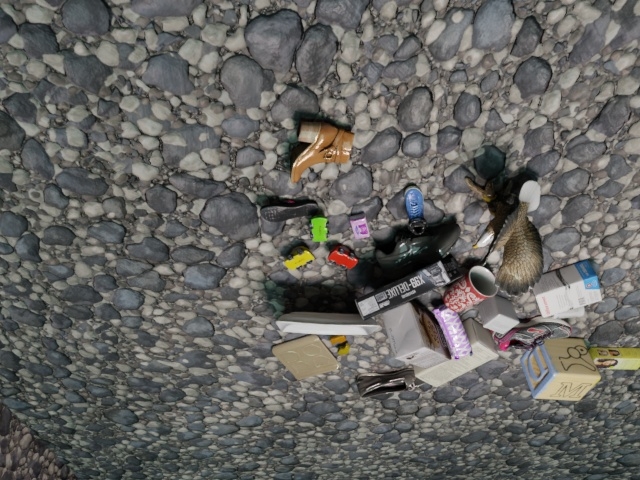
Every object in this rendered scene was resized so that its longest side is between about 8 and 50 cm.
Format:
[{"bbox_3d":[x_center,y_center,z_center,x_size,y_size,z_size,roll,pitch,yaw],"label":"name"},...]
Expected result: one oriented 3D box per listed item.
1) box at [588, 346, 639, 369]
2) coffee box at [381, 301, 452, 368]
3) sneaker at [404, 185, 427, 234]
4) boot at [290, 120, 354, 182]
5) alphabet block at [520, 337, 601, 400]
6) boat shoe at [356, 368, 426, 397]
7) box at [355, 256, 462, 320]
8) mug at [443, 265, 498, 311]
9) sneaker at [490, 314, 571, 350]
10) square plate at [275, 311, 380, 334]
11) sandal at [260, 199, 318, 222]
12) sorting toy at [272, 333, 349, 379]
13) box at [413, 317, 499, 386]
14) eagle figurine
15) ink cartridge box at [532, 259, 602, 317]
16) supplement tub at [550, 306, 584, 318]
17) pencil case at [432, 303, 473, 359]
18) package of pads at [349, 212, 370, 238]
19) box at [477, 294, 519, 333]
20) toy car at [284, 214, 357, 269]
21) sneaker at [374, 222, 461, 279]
[{"bbox_3d":[1.247,0.499,2.003,0.232,0.058,0.087,0,133,-3],"label":"box"},{"bbox_3d":[0.351,0.348,1.702,0.118,0.168,0.297,-27,149,22],"label":"coffee box"},{"bbox_3d":[0.285,-0.084,1.410,0.058,0.085,0.152,-8,133,6],"label":"sneaker"},{"bbox_3d":[0.000,-0.225,1.283,0.152,0.073,0.197,8,135,-14],"label":"boot"},{"bbox_3d":[0.966,0.519,1.926,0.196,0.193,0.194,5,135,-5],"label":"alphabet block"},{"bbox_3d":[0.326,0.634,2.076,0.334,0.096,0.112,-6,133,4],"label":"boat shoe"},{"bbox_3d":[0.293,0.154,1.549,0.307,0.077,0.242,-28,169,22],"label":"box"},{"bbox_3d":[0.524,0.176,1.633,0.150,0.113,0.169,5,149,-23],"label":"mug"},{"bbox_3d":[0.817,0.369,1.832,0.298,0.112,0.121,-6,133,3],"label":"sneaker"},{"bbox_3d":[0.021,0.300,1.696,0.343,0.049,0.347,2,164,-1],"label":"square plate"},{"bbox_3d":[-0.095,-0.095,1.427,0.179,0.040,0.067,-8,140,-14],"label":"sandal"},{"bbox_3d":[-0.017,0.464,1.952,0.307,0.041,0.229,-20,126,16],"label":"sorting toy"},{"bbox_3d":[0.530,0.452,1.894,0.148,0.121,0.311,34,124,-28],"label":"box"},{"bbox_3d":[0.521,-0.022,1.329,0.226,0.299,0.225,4,132,-5],"label":"eagle figurine"},{"bbox_3d":[0.859,0.173,1.666,0.203,0.086,0.148,-21,131,18],"label":"ink cartridge box"},{"bbox_3d":[0.906,0.252,1.753,0.107,0.071,0.071,-4,133,2],"label":"supplement tub"},{"bbox_3d":[0.481,0.331,1.740,0.088,0.206,0.086,-24,180,-35],"label":"pencil case"},{"bbox_3d":[0.123,-0.045,1.478,0.050,0.032,0.083,-11,132,10],"label":"package of pads"},{"bbox_3d":[0.652,0.270,1.741,0.101,0.102,0.087,22,131,-20],"label":"box"},{"bbox_3d":[0.000,0.000,1.503,0.238,0.053,0.225,-2,133,-1],"label":"toy car"},{"bbox_3d":[0.302,0.013,1.495,0.286,0.109,0.130,-30,110,15],"label":"sneaker"}]
